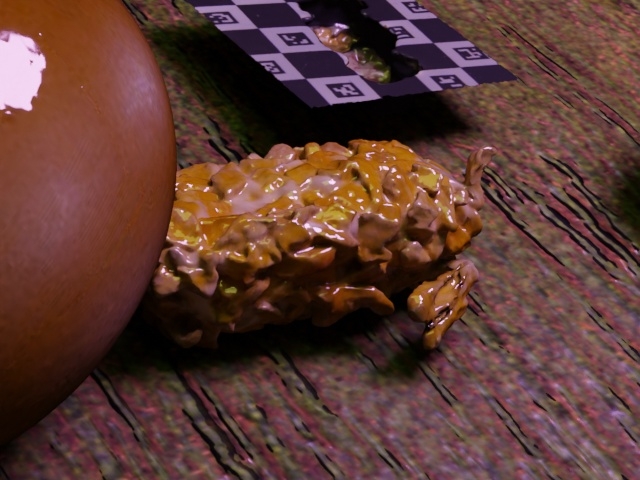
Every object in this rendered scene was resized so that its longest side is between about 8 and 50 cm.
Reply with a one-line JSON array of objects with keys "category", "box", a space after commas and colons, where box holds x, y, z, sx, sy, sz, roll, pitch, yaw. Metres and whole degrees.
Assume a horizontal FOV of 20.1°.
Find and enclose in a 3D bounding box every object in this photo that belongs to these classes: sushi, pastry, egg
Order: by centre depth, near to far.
[{"category": "egg", "box": [-0.225, -0.026, 0.993, 0.282, 0.283, 0.351, 12, 47, 3]}, {"category": "pastry", "box": [0.000, 0.000, 1.158, 0.250, 0.102, 0.154, -8, 28, -18]}, {"category": "sushi", "box": [0.013, -0.139, 1.397, 0.192, 0.051, 0.215, -10, 35, -30]}]
